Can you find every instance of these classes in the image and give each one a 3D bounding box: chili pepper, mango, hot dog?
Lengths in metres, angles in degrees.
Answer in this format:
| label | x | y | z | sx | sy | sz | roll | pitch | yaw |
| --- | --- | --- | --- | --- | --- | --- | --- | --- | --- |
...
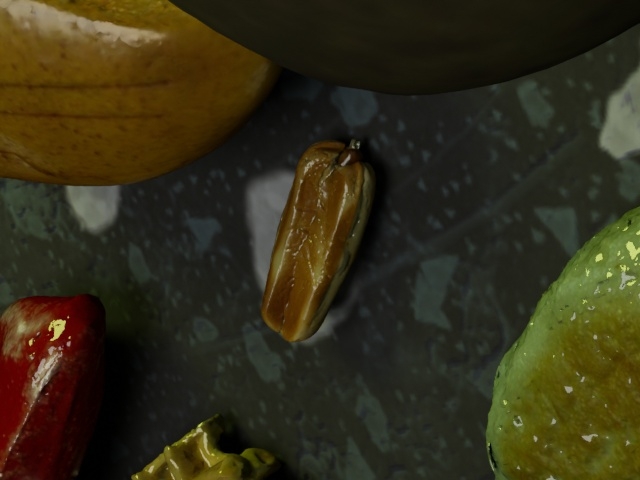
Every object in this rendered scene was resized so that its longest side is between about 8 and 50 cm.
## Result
| label | x | y | z | sx | sy | sz | roll | pitch | yaw |
| --- | --- | --- | --- | --- | --- | --- | --- | --- | --- |
| chili pepper | -0.198 | 0.118 | 1.301 | 0.136 | 0.144 | 0.252 | 35 | 121 | 6 |
| mango | -0.153 | -0.134 | 1.104 | 0.350 | 0.199 | 0.201 | 14 | 81 | 34 |
| hot dog | 0.000 | 0.000 | 1.105 | 0.056 | 0.041 | 0.133 | 35 | 121 | 30 |

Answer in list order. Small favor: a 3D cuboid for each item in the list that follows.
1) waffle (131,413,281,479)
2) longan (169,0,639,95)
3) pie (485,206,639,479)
| label | x | y | z | sx | sy | sz | roll | pitch | yaw |
| --- | --- | --- | --- | --- | --- | --- | --- | --- | --- |
| waffle | -0.067 | 0.209 | 1.240 | 0.211 | 0.055 | 0.160 | -42 | 75 | 44 |
| longan | 0.041 | -0.237 | 0.747 | 0.361 | 0.361 | 0.361 | 19 | 119 | 39 |
| pie | 0.211 | 0.134 | 0.926 | 0.323 | 0.070 | 0.323 | 21 | 122 | 38 |
